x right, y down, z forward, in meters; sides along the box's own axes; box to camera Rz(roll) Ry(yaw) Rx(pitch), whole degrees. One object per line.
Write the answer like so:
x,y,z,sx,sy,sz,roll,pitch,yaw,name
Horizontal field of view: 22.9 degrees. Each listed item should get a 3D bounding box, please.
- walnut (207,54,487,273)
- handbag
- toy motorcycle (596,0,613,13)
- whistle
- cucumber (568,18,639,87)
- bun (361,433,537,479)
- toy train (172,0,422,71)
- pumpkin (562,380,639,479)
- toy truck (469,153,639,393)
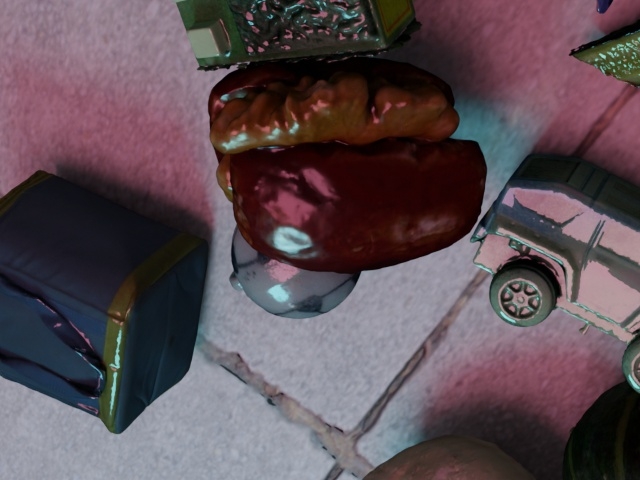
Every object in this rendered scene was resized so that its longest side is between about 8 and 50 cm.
0.025,-0.093,1.556,0.269,0.222,0.244,-8,146,-6,walnut
-0.287,0.074,1.913,0.241,0.222,0.263,25,131,17,handbag
0.285,-0.302,1.366,0.114,0.076,0.205,-1,86,33,toy motorcycle
0.000,0.000,1.736,0.289,0.163,0.163,-25,109,40,whistle
0.327,-0.188,1.449,0.070,0.046,0.220,45,153,-15,cucumber
0.170,0.406,1.841,0.360,0.211,0.360,43,152,30,bun
-0.014,-0.264,1.523,0.271,0.188,0.159,-1,121,32,toy train
0.403,0.260,1.667,0.300,0.207,0.300,29,148,21,pumpkin
0.293,0.031,1.596,0.279,0.155,0.156,27,115,10,toy truck
